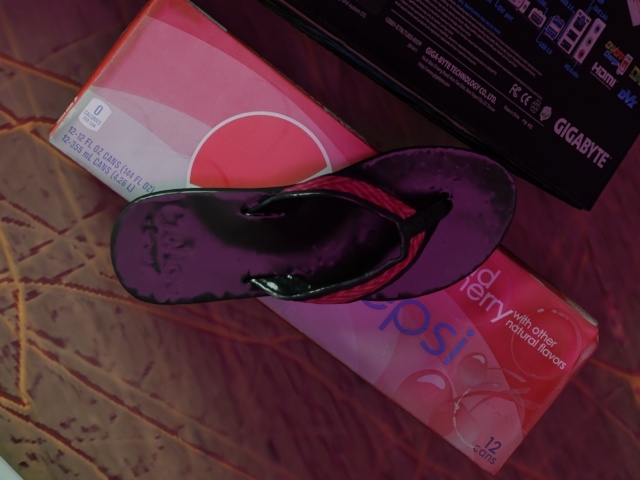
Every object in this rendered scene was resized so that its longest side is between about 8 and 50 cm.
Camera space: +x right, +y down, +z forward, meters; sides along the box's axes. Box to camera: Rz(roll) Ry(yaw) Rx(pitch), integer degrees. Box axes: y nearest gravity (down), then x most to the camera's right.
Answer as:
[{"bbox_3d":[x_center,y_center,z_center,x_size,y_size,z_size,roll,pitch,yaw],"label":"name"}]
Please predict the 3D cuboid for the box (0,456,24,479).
[{"bbox_3d":[-0.202,0.136,0.610,0.203,0.103,0.114,44,92,4],"label":"box"}]

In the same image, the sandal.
[{"bbox_3d":[0.000,0.000,0.581,0.179,0.040,0.067,-8,100,-6],"label":"sandal"}]

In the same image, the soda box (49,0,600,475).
[{"bbox_3d":[0.003,-0.005,0.646,0.263,0.083,0.092,37,94,-11],"label":"soda box"}]

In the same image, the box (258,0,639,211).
[{"bbox_3d":[0.101,-0.190,0.555,0.295,0.073,0.293,26,96,-48],"label":"box"}]
